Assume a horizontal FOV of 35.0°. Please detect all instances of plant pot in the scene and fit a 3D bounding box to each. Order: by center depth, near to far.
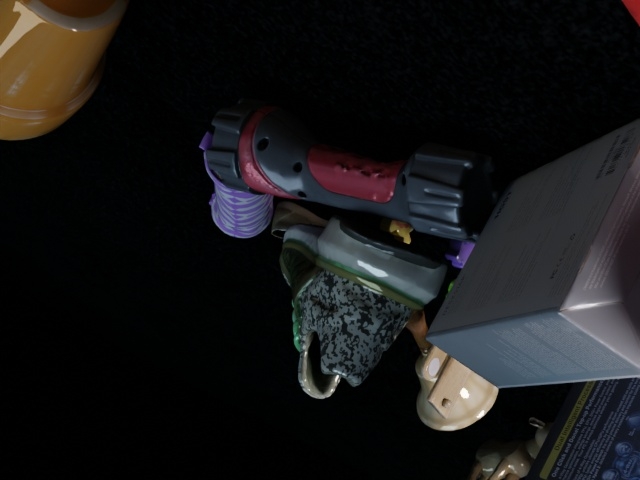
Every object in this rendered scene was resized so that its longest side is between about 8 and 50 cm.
[{"bbox_3d":[-0.281,-0.224,0.982,0.205,0.205,0.188,39,145,-22],"label":"plant pot"}]

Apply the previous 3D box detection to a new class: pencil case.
[{"bbox_3d":[-0.100,-0.068,1.237,0.088,0.086,0.206,17,161,3],"label":"pencil case"}]

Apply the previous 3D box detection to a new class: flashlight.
[{"bbox_3d":[0.026,-0.077,1.011,0.304,0.103,0.103,13,180,37],"label":"flashlight"}]

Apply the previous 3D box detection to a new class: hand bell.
[{"bbox_3d":[0.147,0.140,1.407,0.126,0.126,0.242,12,142,46],"label":"hand bell"}]

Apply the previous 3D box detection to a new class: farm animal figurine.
[{"bbox_3d":[0.385,0.360,1.494,0.330,0.172,0.326,33,151,21],"label":"farm animal figurine"}]

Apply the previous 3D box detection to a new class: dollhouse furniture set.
[{"bbox_3d":[0.215,0.164,1.283,0.151,0.123,0.144,15,156,41],"label":"dollhouse furniture set"}]

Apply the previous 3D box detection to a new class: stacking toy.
[{"bbox_3d":[0.184,0.031,1.113,0.167,0.052,0.221,14,157,46],"label":"stacking toy"}]

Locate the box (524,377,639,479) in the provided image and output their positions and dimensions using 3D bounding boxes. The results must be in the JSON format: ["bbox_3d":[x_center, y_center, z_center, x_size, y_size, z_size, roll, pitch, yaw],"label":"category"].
[{"bbox_3d":[0.328,0.223,0.817,0.318,0.395,0.097,14,154,42],"label":"box"}]

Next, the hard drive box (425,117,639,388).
[{"bbox_3d":[0.203,0.018,0.827,0.089,0.181,0.232,34,163,-10],"label":"hard drive box"}]

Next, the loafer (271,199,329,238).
[{"bbox_3d":[0.000,0.000,1.315,0.148,0.050,0.056,25,161,19],"label":"loafer"}]

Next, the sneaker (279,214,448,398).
[{"bbox_3d":[0.006,0.084,1.160,0.158,0.182,0.410,26,172,-5],"label":"sneaker"}]

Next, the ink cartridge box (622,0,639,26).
[{"bbox_3d":[0.277,-0.109,0.559,0.296,0.066,0.261,42,158,-30],"label":"ink cartridge box"}]
